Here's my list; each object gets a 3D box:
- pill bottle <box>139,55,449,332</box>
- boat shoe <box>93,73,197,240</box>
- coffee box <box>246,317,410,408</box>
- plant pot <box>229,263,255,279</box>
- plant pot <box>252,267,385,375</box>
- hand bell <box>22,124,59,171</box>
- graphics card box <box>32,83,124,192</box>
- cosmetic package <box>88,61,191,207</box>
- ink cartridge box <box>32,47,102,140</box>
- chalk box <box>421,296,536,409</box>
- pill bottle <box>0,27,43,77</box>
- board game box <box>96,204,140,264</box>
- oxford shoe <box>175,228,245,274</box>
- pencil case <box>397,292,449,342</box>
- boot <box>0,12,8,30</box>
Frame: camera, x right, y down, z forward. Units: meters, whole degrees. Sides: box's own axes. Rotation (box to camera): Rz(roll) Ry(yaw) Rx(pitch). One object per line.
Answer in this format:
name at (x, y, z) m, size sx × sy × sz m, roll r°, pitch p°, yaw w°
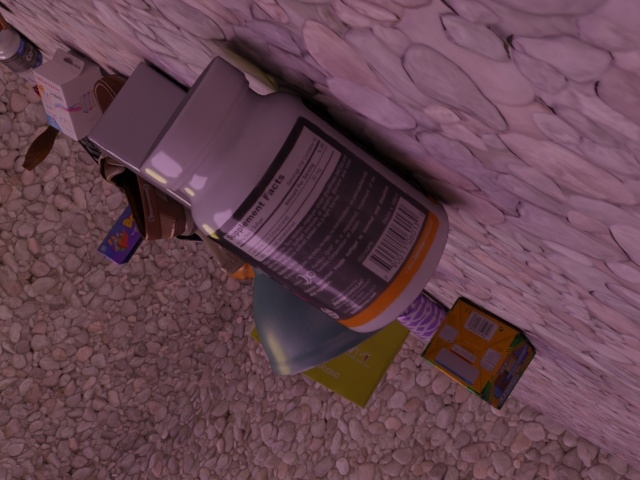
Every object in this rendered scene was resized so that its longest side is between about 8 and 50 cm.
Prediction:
pill bottle at (-0.024, -0.043, 0.759) m, size 0.278 × 0.162 × 0.162 m, roll 35°, pitch 175°, yaw -16°
boat shoe at (-0.323, -0.144, 1.342) m, size 0.324 × 0.116 × 0.123 m, roll 60°, pitch 148°, yaw 12°
coffee box at (0.031, 0.273, 2.468) m, size 0.337 × 0.338 × 0.334 m, roll 35°, pitch 174°, yaw -29°
plant pot at (-0.149, 0.032, 2.231) m, size 0.187 × 0.205 × 0.205 m, roll 18°, pitch 174°, yaw 5°
plant pot at (-0.005, 0.078, 1.381) m, size 0.196 × 0.293 × 0.293 m, roll 60°, pitch 172°, yaw -5°
hand bell at (-0.551, -0.251, 1.628) m, size 0.126 × 0.242 × 0.126 m, roll 33°, pitch 175°, yaw 3°
graphics card box at (-0.551, -0.257, 1.973) m, size 0.232 × 0.094 × 0.371 m, roll 25°, pitch 155°, yaw 54°
cosmetic package at (-0.216, -0.139, 1.187) m, size 0.224 × 0.138 × 0.224 m, roll 33°, pitch 175°, yaw -11°
ink cartridge box at (-0.468, -0.281, 1.460) m, size 0.092 × 0.090 × 0.143 m, roll 29°, pitch 143°, yaw 28°
chalk box at (0.293, 0.212, 1.404) m, size 0.132 × 0.132 × 0.213 m, roll 31°, pitch 174°, yaw 32°
pill bottle at (-0.698, -0.432, 1.753) m, size 0.078 × 0.078 × 0.137 m, roll 32°, pitch 175°, yaw 18°
board game box at (-0.506, -0.095, 2.256) m, size 0.078 × 0.347 × 0.233 m, roll 34°, pitch 174°, yaw -8°
oxford shoe at (-0.261, -0.087, 1.463) m, size 0.397 × 0.147 × 0.140 m, roll 37°, pitch -178°, yaw 32°
pencil case at (0.231, 0.167, 1.672) m, size 0.206 × 0.086 × 0.088 m, roll 39°, pitch -153°, yaw -37°
boot at (-0.726, -0.402, 1.388) m, size 0.109 × 0.220 × 0.283 m, roll 29°, pitch 174°, yaw 34°
